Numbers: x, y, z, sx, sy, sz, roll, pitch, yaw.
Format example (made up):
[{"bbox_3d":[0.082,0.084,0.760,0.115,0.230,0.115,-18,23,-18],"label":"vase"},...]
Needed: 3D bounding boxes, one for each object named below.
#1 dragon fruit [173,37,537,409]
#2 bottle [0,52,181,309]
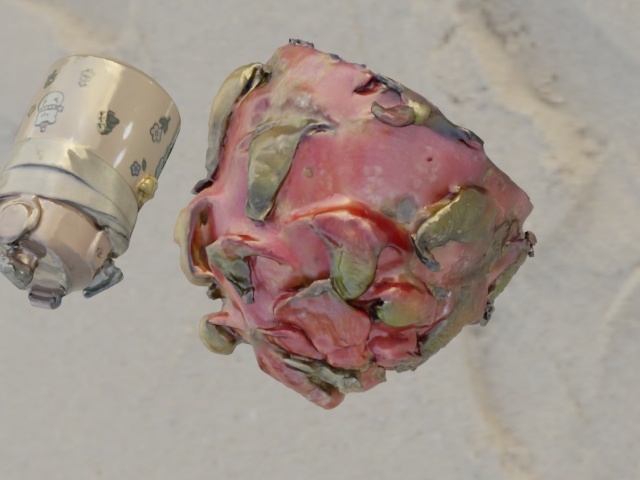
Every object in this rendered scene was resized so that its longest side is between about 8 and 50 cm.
[{"bbox_3d":[0.000,0.000,1.593,0.296,0.314,0.263,31,85,35],"label":"dragon fruit"},{"bbox_3d":[-0.149,-0.028,1.107,0.099,0.099,0.152,-11,49,41],"label":"bottle"}]
